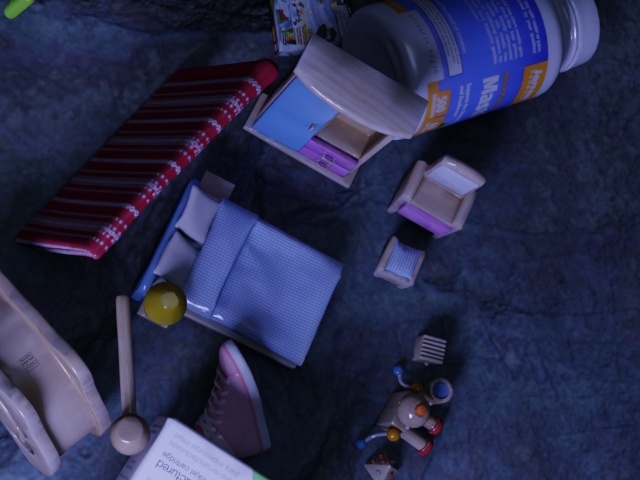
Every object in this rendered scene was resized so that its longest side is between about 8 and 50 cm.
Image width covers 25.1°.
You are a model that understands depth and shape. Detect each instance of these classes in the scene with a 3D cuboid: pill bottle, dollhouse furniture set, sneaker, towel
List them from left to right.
[{"bbox_3d":[-0.173,-0.084,1.449,0.275,0.199,0.031,-49,115,-21],"label":"towel"},{"bbox_3d":[-0.098,0.169,1.466,0.070,0.051,0.134,-20,119,-14],"label":"sneaker"},{"bbox_3d":[0.000,0.000,1.480,0.286,0.198,0.303,29,71,-10],"label":"dollhouse furniture set"},{"bbox_3d":[0.174,-0.217,1.608,0.272,0.152,0.152,-18,84,-25],"label":"pill bottle"}]

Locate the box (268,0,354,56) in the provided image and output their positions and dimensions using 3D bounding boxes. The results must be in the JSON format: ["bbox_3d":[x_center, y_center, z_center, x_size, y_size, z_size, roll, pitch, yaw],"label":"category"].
[{"bbox_3d":[-0.013,-0.277,1.630,0.094,0.027,0.137,-3,79,-18],"label":"box"}]

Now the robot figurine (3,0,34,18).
[{"bbox_3d":[-0.329,-0.288,1.506,0.115,0.067,0.101,-14,74,-21],"label":"robot figurine"}]

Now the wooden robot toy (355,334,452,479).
[{"bbox_3d":[0.106,0.181,1.536,0.076,0.079,0.173,32,70,-9],"label":"wooden robot toy"}]

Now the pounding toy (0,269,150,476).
[{"bbox_3d":[-0.255,0.119,1.406,0.155,0.154,0.269,-39,73,-22],"label":"pounding toy"}]

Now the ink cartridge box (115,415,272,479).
[{"bbox_3d":[-0.143,0.334,1.382,0.198,0.115,0.273,34,78,-8],"label":"ink cartridge box"}]
